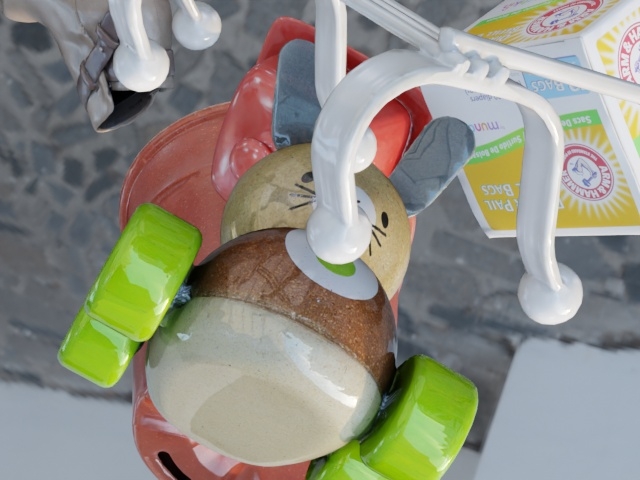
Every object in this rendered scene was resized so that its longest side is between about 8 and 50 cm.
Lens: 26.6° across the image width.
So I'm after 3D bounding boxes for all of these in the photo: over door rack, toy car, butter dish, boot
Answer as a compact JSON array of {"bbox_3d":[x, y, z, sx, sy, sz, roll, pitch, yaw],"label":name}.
[{"bbox_3d":[0.056,-0.078,0.528,0.239,0.324,0.108,41,125,38],"label":"over door rack"},{"bbox_3d":[0.000,0.000,0.598,0.155,0.188,0.149,29,154,-7],"label":"toy car"},{"bbox_3d":[-0.021,-0.062,0.983,0.160,0.118,0.160,32,116,24],"label":"butter dish"},{"bbox_3d":[-0.110,-0.093,0.631,0.118,0.042,0.087,-22,83,53],"label":"boot"}]

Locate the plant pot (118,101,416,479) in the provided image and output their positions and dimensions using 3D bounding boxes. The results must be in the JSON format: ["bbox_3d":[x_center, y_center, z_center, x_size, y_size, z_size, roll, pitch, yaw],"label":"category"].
[{"bbox_3d":[-0.046,0.067,1.134,0.272,0.265,0.272,-1,130,-1],"label":"plant pot"}]

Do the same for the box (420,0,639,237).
[{"bbox_3d":[0.164,-0.095,0.695,0.114,0.203,0.103,-1,121,52],"label":"box"}]
